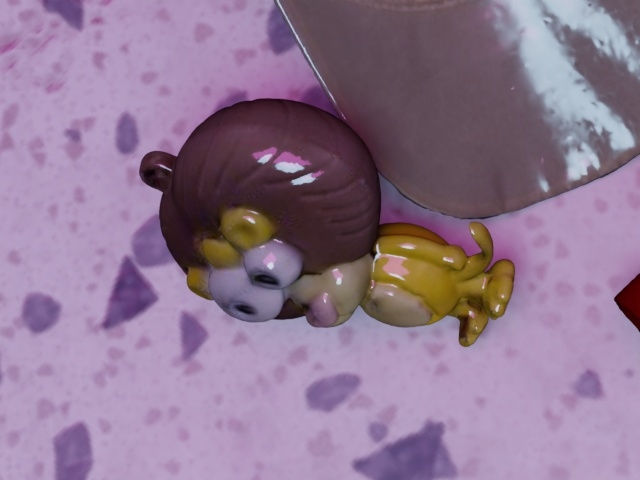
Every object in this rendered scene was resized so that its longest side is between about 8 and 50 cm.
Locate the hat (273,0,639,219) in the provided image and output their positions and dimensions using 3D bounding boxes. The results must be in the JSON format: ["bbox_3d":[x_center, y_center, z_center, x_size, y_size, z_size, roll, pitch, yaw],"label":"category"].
[{"bbox_3d":[0.075,-0.149,0.899,0.214,0.149,0.245,-22,114,5],"label":"hat"}]

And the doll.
[{"bbox_3d":[0.003,-0.004,0.848,0.188,0.145,0.096,13,59,14],"label":"doll"}]

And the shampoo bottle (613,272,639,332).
[{"bbox_3d":[0.289,-0.037,0.824,0.314,0.076,0.118,-43,42,1],"label":"shampoo bottle"}]
